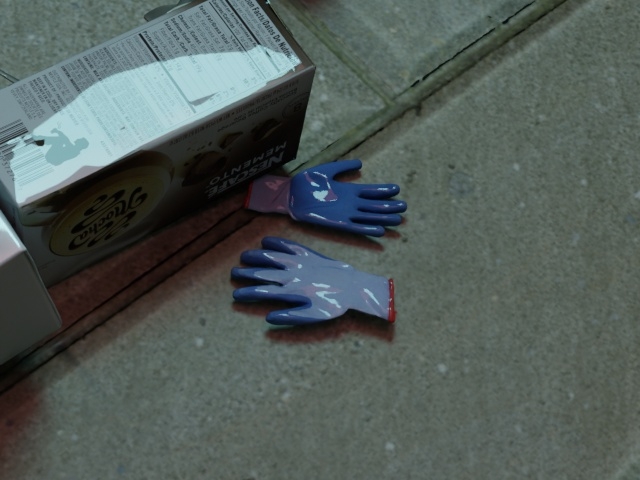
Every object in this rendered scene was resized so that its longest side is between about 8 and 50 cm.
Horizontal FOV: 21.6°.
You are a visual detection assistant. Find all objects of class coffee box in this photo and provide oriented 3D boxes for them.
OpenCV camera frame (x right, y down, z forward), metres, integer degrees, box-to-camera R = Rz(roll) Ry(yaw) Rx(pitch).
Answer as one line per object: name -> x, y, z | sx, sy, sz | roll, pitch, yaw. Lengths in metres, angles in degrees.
coffee box -> -0.164, -0.094, 1.503 | 0.297, 0.168, 0.119 | -28, 69, -21

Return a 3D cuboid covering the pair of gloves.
pair of gloves -> 0.000, 0.000, 1.577 | 0.159, 0.023, 0.198 | 9, 54, -5

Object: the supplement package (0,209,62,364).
supplement package -> -0.386, 0.052, 1.339 | 0.293, 0.175, 0.177 | -33, 70, -12

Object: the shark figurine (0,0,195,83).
shark figurine -> -0.168, -0.194, 1.635 | 0.278, 0.166, 0.116 | -38, 46, -10
